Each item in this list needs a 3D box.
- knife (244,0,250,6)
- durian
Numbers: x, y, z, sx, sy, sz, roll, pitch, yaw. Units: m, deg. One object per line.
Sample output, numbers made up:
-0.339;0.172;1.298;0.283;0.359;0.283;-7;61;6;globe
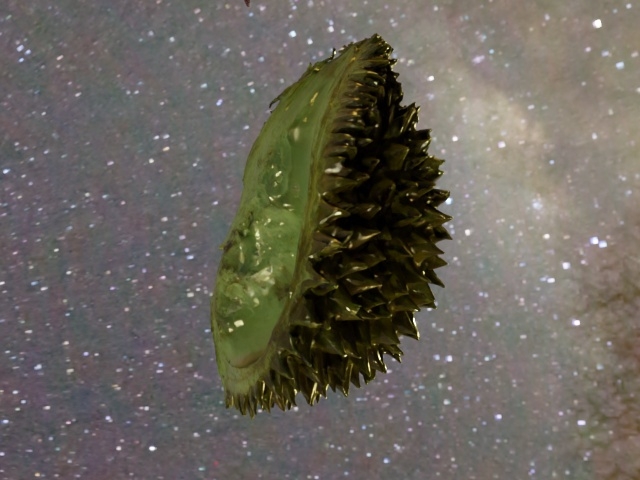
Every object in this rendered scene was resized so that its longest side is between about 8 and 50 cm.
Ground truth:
-0.116;-0.407;1.063;0.035;0.247;0.018;39;-107;13;knife
0.009;0.001;0.730;0.163;0.198;0.394;6;-78;-36;durian
